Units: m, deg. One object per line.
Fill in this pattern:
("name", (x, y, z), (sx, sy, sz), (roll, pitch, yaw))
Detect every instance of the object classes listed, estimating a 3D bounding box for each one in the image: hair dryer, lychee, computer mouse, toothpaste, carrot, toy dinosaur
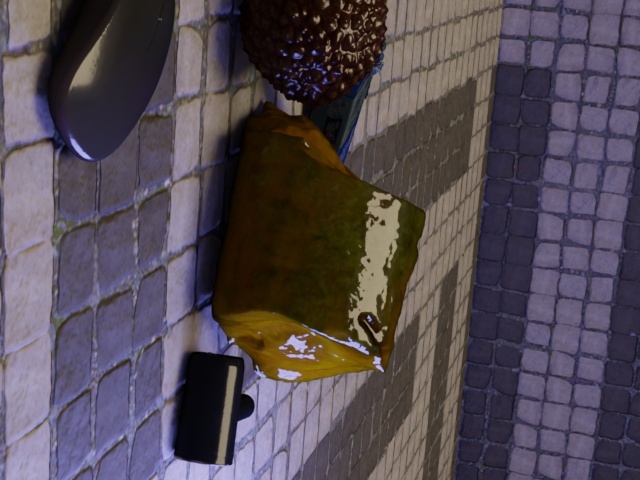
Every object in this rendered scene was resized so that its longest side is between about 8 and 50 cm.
("hair dryer", (-0.115, 0.196, 1.486), (0.255, 0.069, 0.128), (11, 87, -82))
("lychee", (-0.006, -0.242, 1.390), (0.188, 0.188, 0.188), (8, 90, -75))
("computer mouse", (-0.174, -0.178, 1.060), (0.120, 0.057, 0.232), (75, 28, -56))
("toothpaste", (0.015, -0.141, 1.594), (0.272, 0.053, 0.066), (108, 7, -60))
("carrot", (0.000, 0.000, 1.445), (0.241, 0.241, 0.341), (43, 58, -72))
("toy dinosaur", (0.093, -0.314, 2.004), (0.047, 0.030, 0.083), (-15, 113, -74))

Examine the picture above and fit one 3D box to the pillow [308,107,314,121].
("pillow", (0.019, -0.185, 1.786), (0.203, 0.038, 0.113), (-24, 131, -73))
